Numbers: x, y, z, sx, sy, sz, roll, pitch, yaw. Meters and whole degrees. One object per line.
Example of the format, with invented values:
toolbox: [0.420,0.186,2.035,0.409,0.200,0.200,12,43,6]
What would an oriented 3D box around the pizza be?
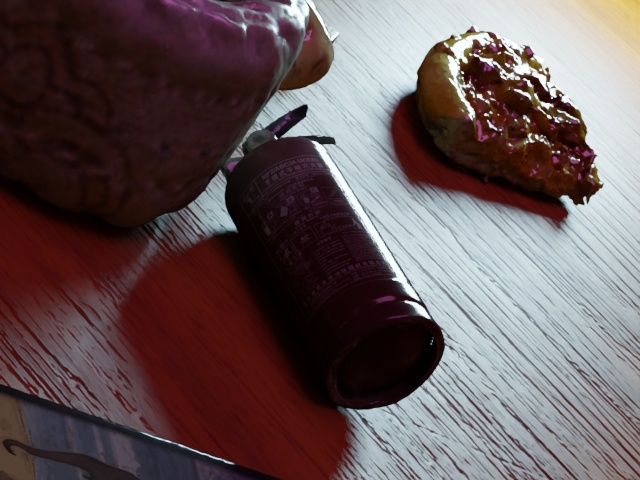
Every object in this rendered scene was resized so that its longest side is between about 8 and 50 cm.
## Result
pizza: [0.204,-0.130,1.997,0.226,0.086,0.335,39,22,6]

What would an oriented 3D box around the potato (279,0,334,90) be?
potato: [-0.093,-0.225,1.700,0.235,0.128,0.161,47,31,16]

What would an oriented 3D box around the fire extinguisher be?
fire extinguisher: [0.000,0.000,1.460,0.104,0.105,0.269,16,31,-40]

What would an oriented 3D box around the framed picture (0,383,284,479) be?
framed picture: [-0.066,0.205,1.108,0.347,0.016,0.265,24,27,-29]

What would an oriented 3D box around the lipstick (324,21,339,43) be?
lipstick: [-0.054,-0.221,1.847,0.145,0.045,0.045,37,25,-1]

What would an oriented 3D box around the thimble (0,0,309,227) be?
thimble: [-0.171,-0.169,1.414,0.291,0.195,0.291,32,23,-15]
